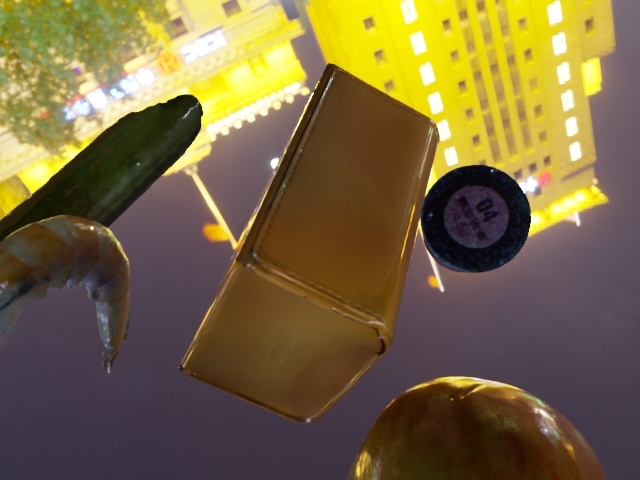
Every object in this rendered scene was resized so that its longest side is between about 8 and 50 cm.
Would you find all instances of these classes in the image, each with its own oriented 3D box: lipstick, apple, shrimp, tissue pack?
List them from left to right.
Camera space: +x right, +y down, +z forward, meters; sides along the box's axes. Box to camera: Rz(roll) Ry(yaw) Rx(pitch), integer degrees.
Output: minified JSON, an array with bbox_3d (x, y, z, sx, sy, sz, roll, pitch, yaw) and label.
[{"bbox_3d":[-0.319,0.060,0.853,0.068,0.287,0.185,27,-95,26],"label":"shrimp"},{"bbox_3d":[0.000,0.000,0.653,0.145,0.194,0.274,24,-131,-6],"label":"tissue pack"},{"bbox_3d":[0.089,-0.005,0.450,0.053,0.053,0.234,-22,175,5],"label":"lipstick"},{"bbox_3d":[0.109,0.204,0.485,0.196,0.196,0.196,-16,-142,13],"label":"apple"}]

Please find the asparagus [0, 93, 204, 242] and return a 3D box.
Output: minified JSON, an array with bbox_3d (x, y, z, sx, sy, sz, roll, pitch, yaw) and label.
[{"bbox_3d":[-0.315,-0.064,0.949,0.382,0.108,0.128,-47,-179,-17],"label":"asparagus"}]
